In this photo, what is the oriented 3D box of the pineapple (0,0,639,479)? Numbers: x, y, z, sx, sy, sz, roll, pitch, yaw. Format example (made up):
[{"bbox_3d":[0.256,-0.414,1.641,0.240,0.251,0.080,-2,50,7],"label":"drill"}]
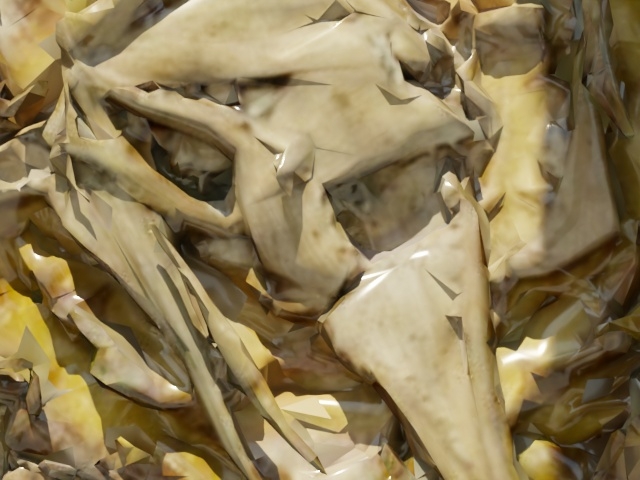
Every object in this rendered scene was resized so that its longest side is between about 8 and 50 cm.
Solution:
[{"bbox_3d":[-0.001,-0.003,0.548,0.352,0.352,0.300,12,-5,4],"label":"pineapple"}]
